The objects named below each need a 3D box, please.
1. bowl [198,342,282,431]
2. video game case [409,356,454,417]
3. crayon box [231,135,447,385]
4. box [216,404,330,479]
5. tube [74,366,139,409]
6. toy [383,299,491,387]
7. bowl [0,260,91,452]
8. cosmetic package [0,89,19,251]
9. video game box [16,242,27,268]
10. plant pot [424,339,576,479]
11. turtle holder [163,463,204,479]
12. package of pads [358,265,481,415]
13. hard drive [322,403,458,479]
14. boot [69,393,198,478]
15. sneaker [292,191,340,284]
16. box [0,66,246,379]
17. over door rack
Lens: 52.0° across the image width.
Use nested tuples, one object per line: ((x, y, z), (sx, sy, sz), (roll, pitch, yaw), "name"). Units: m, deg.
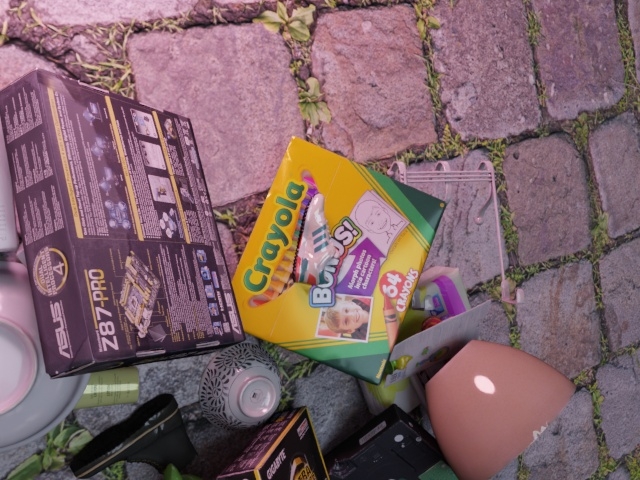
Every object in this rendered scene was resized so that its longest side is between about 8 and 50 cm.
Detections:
((-0.132, 0.283, 1.218), (0.170, 0.080, 0.170), (-2, 95, -30), "bowl")
((0.283, 0.296, 1.380), (0.183, 0.023, 0.201), (-35, 108, -24), "video game case")
((0.020, 0.039, 1.214), (0.313, 0.106, 0.362), (23, 80, -6), "crayon box")
((-0.055, 0.459, 1.130), (0.079, 0.322, 0.257), (-16, 89, 12), "box")
((-0.418, 0.243, 1.060), (0.240, 0.062, 0.070), (2, 48, -25), "tube")
((0.218, 0.190, 1.287), (0.237, 0.056, 0.136), (-23, 140, -26), "toy")
((-0.480, 0.174, 0.942), (0.298, 0.134, 0.297), (1, 86, -21), "bowl")
((-0.554, -0.089, 0.908), (0.224, 0.138, 0.224), (-5, 95, -30), "cosmetic package")
((-0.371, 0.059, 0.989), (0.048, 0.205, 0.187), (-38, 111, -8), "video game box")
((0.313, 0.303, 1.257), (0.284, 0.284, 0.191), (-36, 73, -24), "plant pot")
((-0.189, 0.541, 1.061), (0.227, 0.320, 0.243), (35, 82, -28), "turtle holder")
((0.201, 0.218, 1.401), (0.297, 0.101, 0.229), (-26, 105, -26), "package of pads")
((0.171, 0.507, 1.364), (0.237, 0.064, 0.339), (-41, 115, 11), "hard drive")
((-0.309, 0.376, 1.126), (0.198, 0.077, 0.137), (-31, 113, -24), "boot")
((0.000, 0.000, 1.136), (0.075, 0.057, 0.161), (12, 86, -6), "sneaker")
((-0.273, -0.019, 0.952), (0.318, 0.097, 0.394), (6, 66, -64), "box")
((0.272, -0.008, 1.386), (0.240, 0.108, 0.324), (-3, 75, -19), "over door rack")
